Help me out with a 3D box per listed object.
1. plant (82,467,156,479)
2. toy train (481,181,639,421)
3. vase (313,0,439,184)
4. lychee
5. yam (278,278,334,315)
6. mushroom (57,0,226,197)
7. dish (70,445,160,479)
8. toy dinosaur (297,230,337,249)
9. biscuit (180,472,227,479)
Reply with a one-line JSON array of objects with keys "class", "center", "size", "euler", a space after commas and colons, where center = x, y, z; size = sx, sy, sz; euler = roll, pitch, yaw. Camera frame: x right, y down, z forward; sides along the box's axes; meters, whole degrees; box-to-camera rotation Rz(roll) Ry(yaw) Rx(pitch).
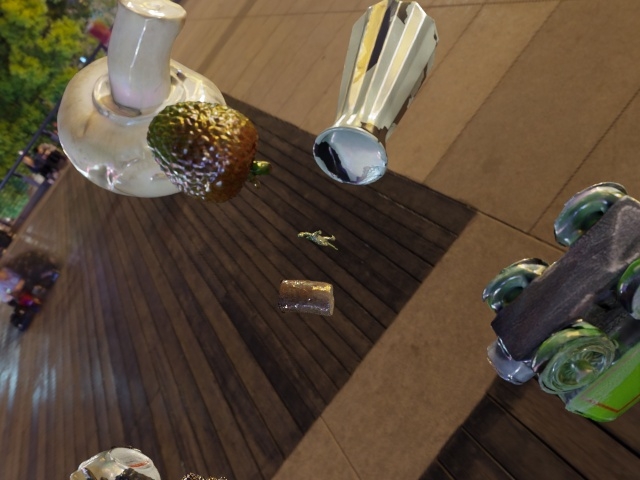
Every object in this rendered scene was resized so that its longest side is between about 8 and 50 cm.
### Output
[{"class": "plant", "center": [-0.396, 0.528, 0.992], "size": [0.131, 0.203, 0.142], "euler": [-28, 38, 31]}, {"class": "toy train", "center": [0.374, 0.082, 0.642], "size": [0.307, 0.249, 0.173], "euler": [-53, 31, 21]}, {"class": "vase", "center": [0.095, -0.258, 0.844], "size": [0.165, 0.165, 0.360], "euler": [-19, 38, 42]}, {"class": "lychee", "center": [-0.125, -0.100, 0.578], "size": [0.114, 0.147, 0.114], "euler": [-45, 30, 36]}, {"class": "yam", "center": [-0.031, 0.134, 1.184], "size": [0.127, 0.084, 0.084], "euler": [2, 57, 16]}, {"class": "mushroom", "center": [-0.329, -0.261, 0.977], "size": [0.315, 0.315, 0.355], "euler": [21, 98, 57]}, {"class": "dish", "center": [-0.455, 0.542, 1.178], "size": [0.229, 0.229, 0.081], "euler": [13, 77, 56]}, {"class": "toy dinosaur", "center": [0.000, 0.000, 1.206], "size": [0.060, 0.120, 0.029], "euler": [4, 78, 39]}, {"class": "biscuit", "center": [-0.202, 0.423, 0.851], "size": [0.089, 0.027, 0.087], "euler": [-26, 30, -30]}]
